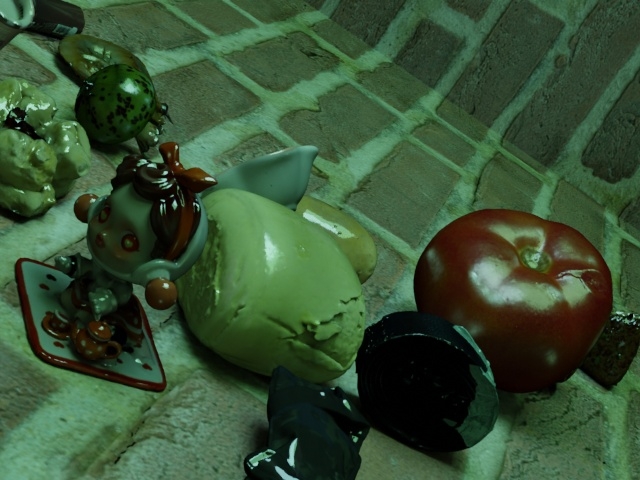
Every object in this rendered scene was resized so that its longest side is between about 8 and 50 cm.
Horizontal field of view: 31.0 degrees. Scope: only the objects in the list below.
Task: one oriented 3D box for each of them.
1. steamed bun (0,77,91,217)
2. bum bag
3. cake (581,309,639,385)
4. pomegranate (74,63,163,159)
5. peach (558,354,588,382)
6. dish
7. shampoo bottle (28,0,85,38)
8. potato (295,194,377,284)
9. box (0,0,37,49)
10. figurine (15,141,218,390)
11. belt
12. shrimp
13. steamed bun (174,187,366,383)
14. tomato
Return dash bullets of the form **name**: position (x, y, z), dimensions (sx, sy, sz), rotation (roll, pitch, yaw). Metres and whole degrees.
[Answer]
- **steamed bun**: position (-0.373, -0.126, 1.399), dimensions (0.192, 0.106, 0.177), rotation (34, 18, 4)
- **bum bag**: position (-0.017, 0.232, 1.169), dimensions (0.137, 0.074, 0.310), rotation (42, 24, -12)
- **cake**: position (0.447, 0.177, 2.065), dimensions (0.246, 0.135, 0.112), rotation (8, 2, 15)
- **pomegranate**: position (-0.284, -0.183, 1.671), dimensions (0.161, 0.122, 0.122), rotation (50, 10, -32)
- **peach**: position (0.348, 0.167, 1.863), dimensions (0.172, 0.092, 0.127), rotation (35, 11, 39)
- **dish**: position (-0.094, -0.049, 1.571), dimensions (0.229, 0.229, 0.081), rotation (-12, 76, -63)
- **shampoo bottle**: position (-0.493, -0.382, 1.867), dimensions (0.236, 0.068, 0.067), rotation (12, 29, -50)
- **potato**: position (0.000, 0.000, 1.681), dimensions (0.178, 0.109, 0.118), rotation (34, 39, -1)
- **box**: position (-0.471, -0.311, 1.558), dimensions (0.151, 0.135, 0.151), rotation (47, 25, -30)
- **figurine**: position (-0.189, 0.005, 1.207), dimensions (0.160, 0.226, 0.183), rotation (22, 23, -33)
- **belt**: position (0.135, 0.175, 1.424), dimensions (0.198, 0.151, 0.078), rotation (39, 18, -16)
- **shrimp**: position (-0.329, -0.257, 1.832), dimensions (0.152, 0.063, 0.287), rotation (14, 25, -39)
- **steamed bun**: position (-0.053, 0.043, 1.415), dimensions (0.232, 0.166, 0.273), rotation (21, 23, -28)
- **tomato**: position (0.274, 0.090, 1.711), dimensions (0.299, 0.226, 0.298), rotation (9, 45, -9)
